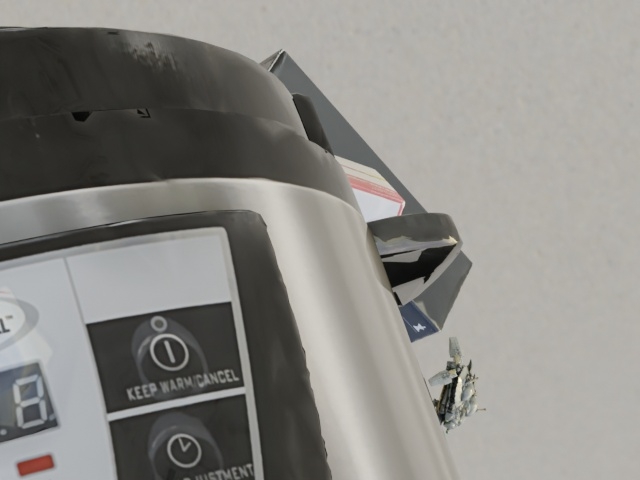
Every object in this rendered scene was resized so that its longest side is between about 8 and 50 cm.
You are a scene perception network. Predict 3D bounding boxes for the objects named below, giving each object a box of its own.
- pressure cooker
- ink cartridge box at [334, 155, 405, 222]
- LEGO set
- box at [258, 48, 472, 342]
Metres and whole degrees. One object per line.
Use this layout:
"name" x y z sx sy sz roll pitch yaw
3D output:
"pressure cooker" -0.134 0.117 0.579 0.375 0.420 0.370 -26 162 24
"ink cartridge box" 0.000 0.000 1.126 0.067 0.198 0.115 18 99 -8
"LEGO set" 0.063 0.079 0.760 0.023 0.083 0.054 12 120 17
"box" -0.024 -0.012 1.399 0.184 0.103 0.261 -25 114 44
